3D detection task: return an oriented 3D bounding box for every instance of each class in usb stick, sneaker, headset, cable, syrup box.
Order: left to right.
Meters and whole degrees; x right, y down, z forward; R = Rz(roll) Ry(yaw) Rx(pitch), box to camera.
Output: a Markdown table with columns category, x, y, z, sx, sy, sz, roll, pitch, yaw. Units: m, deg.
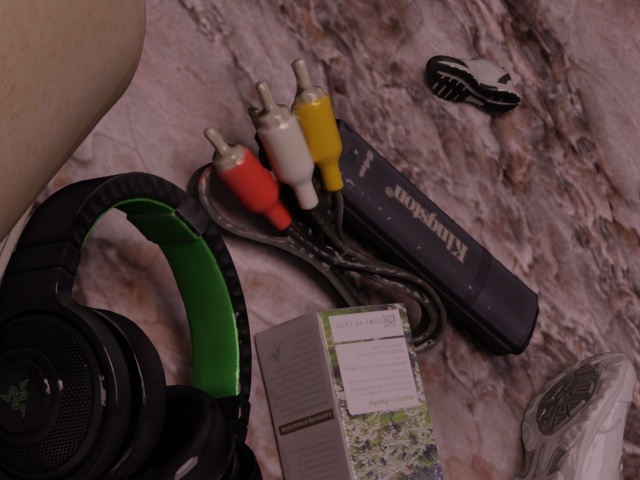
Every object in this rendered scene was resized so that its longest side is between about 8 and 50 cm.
| category | x | y | z | sx | sy | sz | roll | pitch | yaw |
| --- | --- | --- | --- | --- | --- | --- | --- | --- | --- |
| headset | -0.167 | 0.142 | 1.199 | 0.243 | 0.185 | 0.394 | 48 | 42 | -45 |
| cable | 0.000 | 0.000 | 1.419 | 0.139 | 0.072 | 0.287 | -38 | 108 | -13 |
| syrup box | 0.031 | 0.176 | 1.376 | 0.093 | 0.096 | 0.237 | -4 | 78 | -38 |
| usb stick | 0.088 | -0.001 | 1.518 | 0.278 | 0.045 | 0.077 | 41 | 55 | -20 |
| sneaker | 0.139 | -0.154 | 1.623 | 0.109 | 0.040 | 0.044 | 18 | 48 | -37 |
| sneaker | 0.234 | 0.209 | 1.546 | 0.115 | 0.090 | 0.232 | 43 | 61 | -27 |

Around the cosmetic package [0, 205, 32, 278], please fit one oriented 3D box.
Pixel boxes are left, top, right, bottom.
| category | x | y | z | sx | sy | sz | roll | pitch | yaw |
| --- | --- | --- | --- | --- | --- | --- | --- | --- | --- |
| cosmetic package | -0.346 | -0.063 | 1.136 | 0.296 | 0.129 | 0.153 | 35 | 58 | -25 |

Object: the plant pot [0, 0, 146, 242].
| category | x | y | z | sx | sy | sz | roll | pitch | yaw |
| --- | --- | --- | --- | --- | --- | --- | --- | --- | --- |
| plant pot | -0.265 | -0.093 | 0.945 | 0.334 | 0.334 | 0.305 | 53 | 43 | -12 |
